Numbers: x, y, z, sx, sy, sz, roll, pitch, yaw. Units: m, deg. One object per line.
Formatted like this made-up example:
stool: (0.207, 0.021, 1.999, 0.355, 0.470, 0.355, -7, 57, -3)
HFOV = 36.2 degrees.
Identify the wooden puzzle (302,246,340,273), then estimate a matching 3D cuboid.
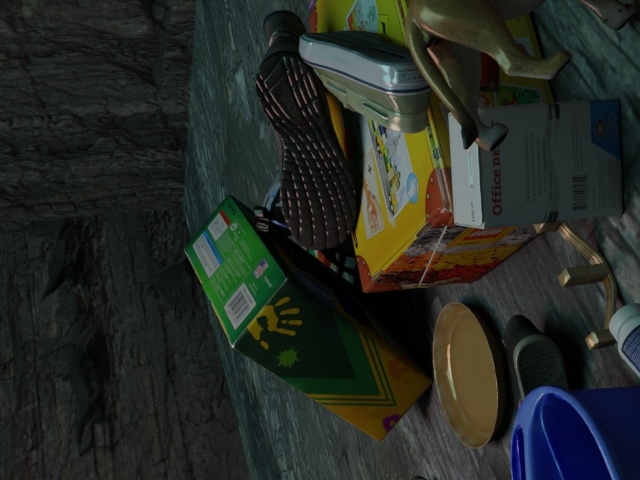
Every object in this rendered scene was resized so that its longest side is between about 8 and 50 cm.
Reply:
wooden puzzle: (0.000, 0.000, 2.283, 0.221, 0.044, 0.239, -112, 23, -43)

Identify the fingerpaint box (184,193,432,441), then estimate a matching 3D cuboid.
fingerpaint box: (-0.035, 0.134, 1.886, 0.163, 0.371, 0.445, -50, 27, 6)

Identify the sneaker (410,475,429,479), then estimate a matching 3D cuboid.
sneaker: (0.188, 0.479, 1.767, 0.234, 0.078, 0.106, 132, 128, -71)

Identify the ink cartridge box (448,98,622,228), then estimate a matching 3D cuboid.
ink cartridge box: (0.255, -0.092, 1.158, 0.082, 0.190, 0.140, -164, 69, -72)

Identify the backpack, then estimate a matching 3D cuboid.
backpack: (0.010, -0.067, 1.883, 0.213, 0.276, 0.263, -64, 13, -4)

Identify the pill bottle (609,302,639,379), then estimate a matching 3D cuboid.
pill bottle: (0.369, 0.123, 1.069, 0.120, 0.067, 0.067, -119, 28, -52)

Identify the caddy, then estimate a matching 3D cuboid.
caddy: (0.323, 0.324, 1.099, 0.241, 0.179, 0.341, 109, 150, -53)

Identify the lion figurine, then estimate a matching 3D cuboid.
lion figurine: (0.207, -0.286, 1.068, 0.240, 0.392, 0.142, 44, 157, 10)

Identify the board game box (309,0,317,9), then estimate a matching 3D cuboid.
board game box: (0.036, -0.628, 1.887, 0.347, 0.056, 0.208, 123, 154, -65)

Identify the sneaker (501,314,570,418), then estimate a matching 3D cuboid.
sneaker: (0.302, 0.215, 1.340, 0.118, 0.083, 0.222, -86, -12, -74)

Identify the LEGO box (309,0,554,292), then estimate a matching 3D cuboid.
LEGO box: (0.154, -0.215, 1.444, 0.372, 0.193, 0.500, 128, 134, -66)

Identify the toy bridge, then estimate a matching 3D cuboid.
toy bridge: (0.323, 0.042, 1.197, 0.026, 0.063, 0.188, 110, 148, -55)

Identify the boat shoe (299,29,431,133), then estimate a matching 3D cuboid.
boat shoe: (0.049, -0.214, 1.279, 0.302, 0.109, 0.094, -137, 43, -60)

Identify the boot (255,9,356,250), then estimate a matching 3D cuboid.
boot: (-0.016, -0.174, 1.523, 0.223, 0.118, 0.338, -90, -9, -60)

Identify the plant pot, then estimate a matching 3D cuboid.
plant pot: (0.243, 0.215, 1.578, 0.236, 0.032, 0.236, 174, 90, -72)
